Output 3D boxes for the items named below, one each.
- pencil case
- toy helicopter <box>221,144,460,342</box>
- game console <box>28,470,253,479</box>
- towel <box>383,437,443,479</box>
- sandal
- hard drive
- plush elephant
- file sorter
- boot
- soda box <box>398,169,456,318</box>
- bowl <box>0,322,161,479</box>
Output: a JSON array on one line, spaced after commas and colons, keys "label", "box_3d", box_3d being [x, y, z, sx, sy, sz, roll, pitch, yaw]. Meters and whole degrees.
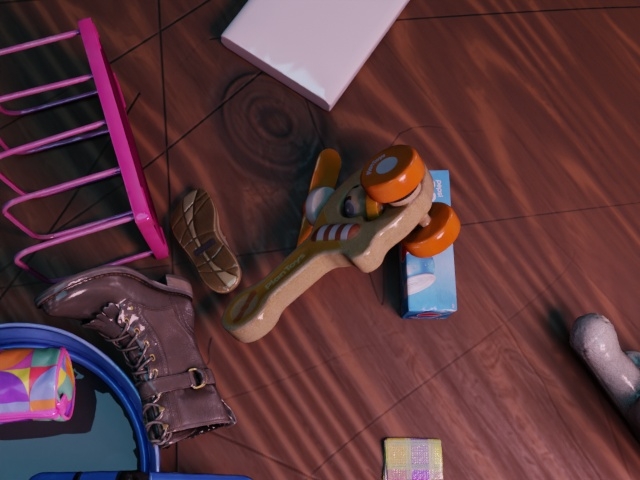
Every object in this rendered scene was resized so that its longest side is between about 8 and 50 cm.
[{"label": "pencil case", "box_3d": [-0.427, 0.188, 1.044, 0.237, 0.104, 0.104, -6, 76, -5]}, {"label": "toy helicopter", "box_3d": [0.000, 0.000, 1.167, 0.355, 0.235, 0.140, -42, 123, -5]}, {"label": "game console", "box_3d": [-0.226, 0.434, 1.023, 0.250, 0.173, 0.293, -9, 69, 26]}, {"label": "towel", "box_3d": [0.128, 0.306, 1.176, 0.083, 0.009, 0.060, 0, 74, -5]}, {"label": "sandal", "box_3d": [-0.160, 0.005, 1.212, 0.072, 0.049, 0.180, -31, 62, 3]}, {"label": "hard drive", "box_3d": [0.015, -0.378, 1.335, 0.203, 0.040, 0.307, 33, 76, 5]}, {"label": "plush elephant", "box_3d": [0.548, 0.206, 1.109, 0.255, 0.272, 0.330, -36, 109, 1]}, {"label": "file sorter", "box_3d": [-0.344, -0.108, 1.155, 0.182, 0.202, 0.290, -17, 77, -7]}, {"label": "boot", "box_3d": [-0.227, 0.155, 1.088, 0.263, 0.091, 0.228, 6, 59, -47]}, {"label": "soda box", "box_3d": [0.152, 0.006, 1.228, 0.071, 0.067, 0.210, 0, 74, -4]}, {"label": "bowl", "box_3d": [-0.405, 0.306, 1.104, 0.392, 0.077, 0.390, 1, 75, -4]}]
